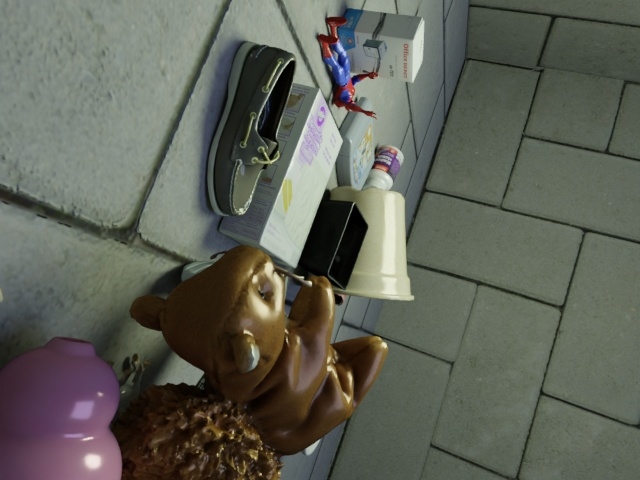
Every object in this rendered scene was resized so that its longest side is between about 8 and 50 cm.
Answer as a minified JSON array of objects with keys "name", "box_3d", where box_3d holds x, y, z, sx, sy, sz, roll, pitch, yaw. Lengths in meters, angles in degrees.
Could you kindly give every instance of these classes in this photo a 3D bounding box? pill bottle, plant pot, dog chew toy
[{"name":"pill bottle","box_3d":[0.225,-0.248,1.753,0.108,0.108,0.193,78,33,-56]},{"name":"plant pot","box_3d":[0.000,0.000,1.210,0.188,0.167,0.187,-70,159,-11]},{"name":"dog chew toy","box_3d":[-0.313,0.271,0.509,0.206,0.207,0.331,41,59,-71]},{"name":"plant pot","box_3d":[0.122,0.006,1.418,0.334,0.334,0.305,14,81,-72]}]

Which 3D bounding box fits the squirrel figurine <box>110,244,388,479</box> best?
[{"name":"squirrel figurine","box_3d":[-0.117,0.204,0.680,0.396,0.281,0.370,-58,156,-18]}]

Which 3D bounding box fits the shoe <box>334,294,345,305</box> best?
[{"name":"shoe","box_3d":[0.081,0.165,1.773,0.178,0.064,0.081,95,16,-45]}]

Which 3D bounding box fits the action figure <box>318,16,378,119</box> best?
[{"name":"action figure","box_3d":[0.087,-0.402,1.172,0.280,0.139,0.091,68,44,-67]}]

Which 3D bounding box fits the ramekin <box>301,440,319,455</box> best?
[{"name":"ramekin","box_3d":[-0.050,0.577,1.647,0.277,0.135,0.277,17,90,-73]}]

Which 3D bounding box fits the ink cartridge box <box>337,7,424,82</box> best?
[{"name":"ink cartridge box","box_3d":[0.151,-0.482,1.183,0.139,0.191,0.082,71,40,-61]}]

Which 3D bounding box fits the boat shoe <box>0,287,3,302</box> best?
[{"name":"boat shoe","box_3d":[-0.340,0.009,0.399,0.059,0.063,0.170,-56,146,-36]}]

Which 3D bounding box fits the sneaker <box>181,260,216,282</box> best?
[{"name":"sneaker","box_3d":[-0.176,0.091,0.895,0.258,0.094,0.091,12,90,-73]}]

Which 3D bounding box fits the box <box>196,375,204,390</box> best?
[{"name":"box","box_3d":[-0.258,0.400,1.021,0.184,0.045,0.190,85,29,-44]}]

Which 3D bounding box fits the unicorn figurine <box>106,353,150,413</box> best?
[{"name":"unicorn figurine","box_3d":[-0.301,0.236,0.735,0.162,0.060,0.111,17,95,-57]}]

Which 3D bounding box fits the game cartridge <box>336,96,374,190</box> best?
[{"name":"game cartridge","box_3d":[0.110,-0.268,1.489,0.297,0.062,0.198,77,31,-58]}]

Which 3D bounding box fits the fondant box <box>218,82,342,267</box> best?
[{"name":"fondant box","box_3d":[-0.069,-0.127,1.014,0.238,0.096,0.330,46,62,-70]}]

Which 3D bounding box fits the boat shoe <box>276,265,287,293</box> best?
[{"name":"boat shoe","box_3d":[-0.131,0.180,1.110,0.109,0.094,0.302,-51,152,-49]}]

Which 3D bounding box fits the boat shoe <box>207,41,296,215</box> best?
[{"name":"boat shoe","box_3d":[-0.117,-0.182,0.826,0.109,0.091,0.304,-10,116,-69]}]
